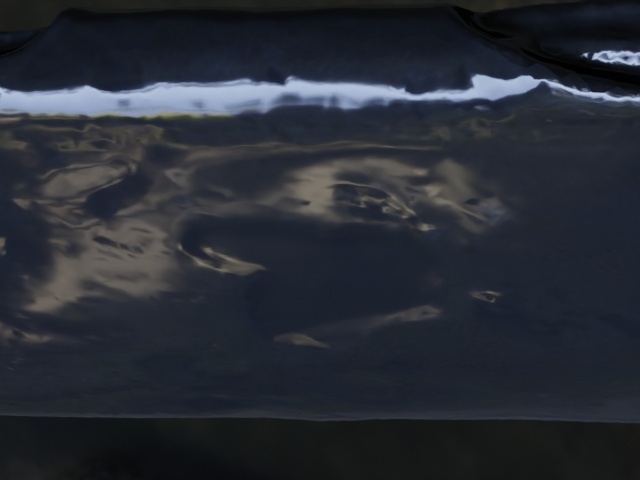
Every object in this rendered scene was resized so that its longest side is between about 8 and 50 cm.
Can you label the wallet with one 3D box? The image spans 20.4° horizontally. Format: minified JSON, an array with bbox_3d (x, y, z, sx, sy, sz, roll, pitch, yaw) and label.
[{"bbox_3d":[0.000,0.000,0.513,0.377,0.051,0.197,-2,147,14],"label":"wallet"}]
